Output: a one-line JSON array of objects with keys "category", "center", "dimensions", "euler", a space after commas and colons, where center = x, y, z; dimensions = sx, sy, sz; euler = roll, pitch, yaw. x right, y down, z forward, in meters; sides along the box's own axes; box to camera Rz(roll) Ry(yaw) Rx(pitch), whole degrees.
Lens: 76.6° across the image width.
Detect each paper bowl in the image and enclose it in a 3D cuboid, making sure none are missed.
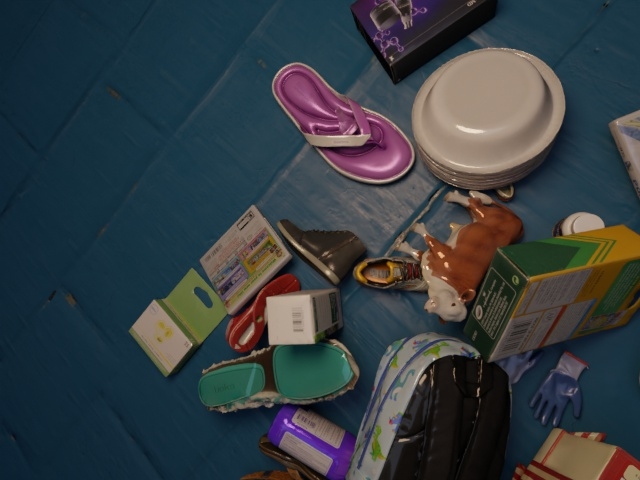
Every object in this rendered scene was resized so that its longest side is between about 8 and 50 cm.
[{"category": "paper bowl", "center": [0.328, -0.258, 0.814], "dimensions": [0.285, 0.148, 0.283], "euler": [-6, 72, 19]}]

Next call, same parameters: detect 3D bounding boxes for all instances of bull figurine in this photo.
[{"category": "bull figurine", "center": [0.274, 0.021, 0.814], "dimensions": [0.310, 0.101, 0.188], "euler": [-39, 74, -23]}]

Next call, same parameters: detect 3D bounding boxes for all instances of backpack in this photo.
[{"category": "backpack", "center": [0.209, 0.355, 0.769], "dimensions": [0.291, 0.273, 0.354], "euler": [14, 101, -9]}]

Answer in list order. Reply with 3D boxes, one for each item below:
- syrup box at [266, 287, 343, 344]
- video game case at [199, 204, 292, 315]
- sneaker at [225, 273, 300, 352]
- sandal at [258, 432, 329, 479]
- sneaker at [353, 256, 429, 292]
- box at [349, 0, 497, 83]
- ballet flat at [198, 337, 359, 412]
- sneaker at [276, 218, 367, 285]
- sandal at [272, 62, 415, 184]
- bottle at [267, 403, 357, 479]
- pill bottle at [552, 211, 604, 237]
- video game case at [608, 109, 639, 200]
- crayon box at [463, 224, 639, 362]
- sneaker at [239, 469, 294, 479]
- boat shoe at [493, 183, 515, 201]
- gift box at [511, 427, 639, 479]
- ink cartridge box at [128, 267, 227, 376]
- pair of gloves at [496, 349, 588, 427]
[{"category": "syrup box", "center": [-0.024, 0.156, 0.868], "dimensions": [0.097, 0.237, 0.093], "euler": [-6, 85, 17]}, {"category": "video game case", "center": [-0.192, 0.045, 1.010], "dimensions": [0.212, 0.023, 0.193], "euler": [-44, 57, 9]}, {"category": "sneaker", "center": [-0.154, 0.164, 0.988], "dimensions": [0.221, 0.128, 0.087], "euler": [-44, 108, -24]}, {"category": "sandal", "center": [-0.048, 0.517, 0.929], "dimensions": [0.220, 0.090, 0.060], "euler": [16, 100, 17]}, {"category": "sneaker", "center": [0.181, 0.076, 0.885], "dimensions": [0.226, 0.093, 0.087], "euler": [-5, 84, 11]}, {"category": "box", "center": [0.229, -0.516, 0.913], "dimensions": [0.261, 0.103, 0.184], "euler": [-32, 80, 12]}, {"category": "ballet flat", "center": [-0.091, 0.303, 0.930], "dimensions": [0.410, 0.147, 0.146], "euler": [-15, 82, 22]}, {"category": "sneaker", "center": [0.000, 0.000, 0.967], "dimensions": [0.118, 0.083, 0.222], "euler": [-44, 66, -12]}, {"category": "sandal", "center": [0.030, -0.277, 0.952], "dimensions": [0.416, 0.102, 0.169], "euler": [39, 98, 15]}, {"category": "bottle", "center": [0.026, 0.462, 0.892], "dimensions": [0.283, 0.118, 0.092], "euler": [26, 92, 12]}, {"category": "pill bottle", "center": [0.498, -0.019, 0.782], "dimensions": [0.067, 0.120, 0.066], "euler": [-2, 85, 17]}, {"category": "video game case", "center": [0.755, -0.147, 0.732], "dimensions": [0.330, 0.036, 0.299], "euler": [-22, 88, 12]}, {"category": "crayon box", "center": [0.433, 0.088, 0.712], "dimensions": [0.324, 0.202, 0.083], "euler": [-8, 39, -16]}, {"category": "sneaker", "center": [-0.057, 0.614, 0.911], "dimensions": [0.297, 0.112, 0.130], "euler": [2, 87, 18]}, {"category": "boat shoe", "center": [0.372, -0.146, 0.871], "dimensions": [0.049, 0.043, 0.136], "euler": [-28, 77, 15]}, {"category": "gift box", "center": [0.496, 0.485, 0.684], "dimensions": [0.276, 0.258, 0.255], "euler": [-44, 73, -11]}, {"category": "ink cartridge box", "center": [-0.373, 0.212, 1.067], "dimensions": [0.171, 0.056, 0.235], "euler": [44, 101, 16]}, {"category": "pair of gloves", "center": [0.441, 0.279, 0.831], "dimensions": [0.198, 0.023, 0.159], "euler": [28, 96, 18]}]
